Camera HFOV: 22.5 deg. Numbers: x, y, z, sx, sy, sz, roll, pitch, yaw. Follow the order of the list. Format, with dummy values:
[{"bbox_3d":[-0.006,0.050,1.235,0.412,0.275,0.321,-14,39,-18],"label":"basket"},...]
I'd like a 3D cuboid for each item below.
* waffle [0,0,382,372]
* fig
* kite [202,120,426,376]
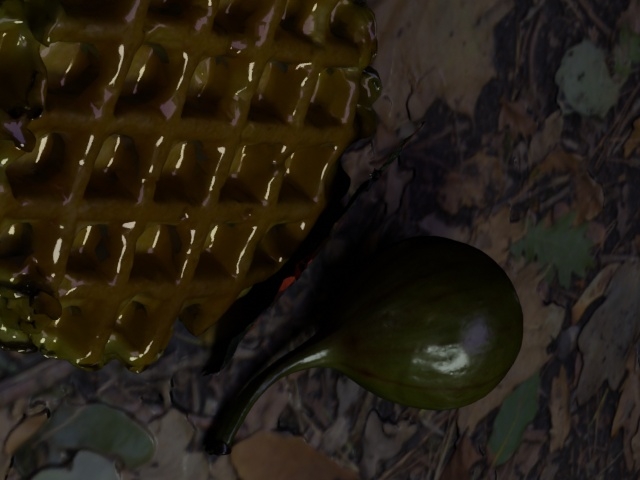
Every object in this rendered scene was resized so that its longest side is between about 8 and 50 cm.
[{"bbox_3d":[-0.076,-0.060,0.886,0.302,0.068,0.325,-45,145,-20],"label":"waffle"},{"bbox_3d":[0.023,0.078,1.084,0.236,0.124,0.124,-22,122,-15],"label":"fig"},{"bbox_3d":[0.000,0.000,1.006,0.232,0.009,0.189,-51,180,23],"label":"kite"}]
